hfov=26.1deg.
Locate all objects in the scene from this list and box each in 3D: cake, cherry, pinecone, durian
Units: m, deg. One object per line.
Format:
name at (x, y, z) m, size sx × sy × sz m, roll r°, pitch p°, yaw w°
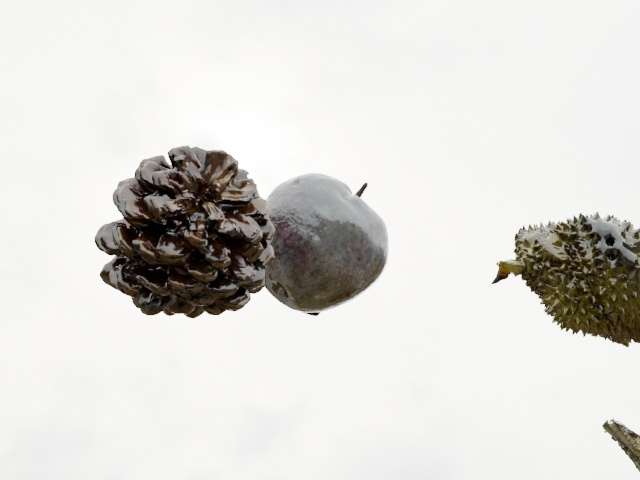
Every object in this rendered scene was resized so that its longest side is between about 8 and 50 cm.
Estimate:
cake at (0.494, 0.320, 2.124) m, size 0.140 × 0.055 × 0.051 m, roll 51°, pitch -21°, yaw 3°
cherry at (-0.006, 0.006, 1.892) m, size 0.195 × 0.195 × 0.195 m, roll 8°, pitch -30°, yaw 4°
pinecone at (-0.156, -0.018, 1.662) m, size 0.222 × 0.221 × 0.221 m, roll 8°, pitch -30°, yaw 4°
durian at (0.351, 0.032, 1.792) m, size 0.237 × 0.193 × 0.138 m, roll 8°, pitch -39°, yaw -23°
